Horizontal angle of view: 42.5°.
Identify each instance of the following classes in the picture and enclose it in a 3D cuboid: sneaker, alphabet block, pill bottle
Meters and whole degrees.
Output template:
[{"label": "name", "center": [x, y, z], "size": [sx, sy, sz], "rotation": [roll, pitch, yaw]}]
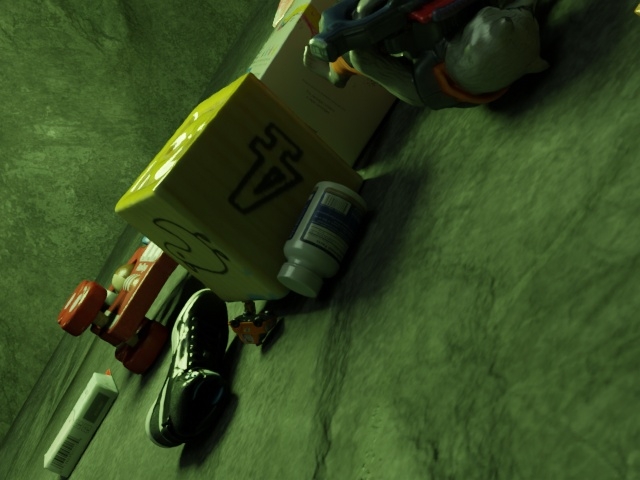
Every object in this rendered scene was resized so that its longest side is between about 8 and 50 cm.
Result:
[{"label": "sneaker", "center": [-0.144, 0.156, 1.042], "size": [0.121, 0.079, 0.217], "rotation": [-25, 45, 55]}, {"label": "alphabet block", "center": [-0.103, -0.057, 1.018], "size": [0.193, 0.197, 0.192], "rotation": [-56, 20, -22]}, {"label": "pill bottle", "center": [0.000, 0.000, 0.915], "size": [0.120, 0.067, 0.067], "rotation": [-63, 18, -18]}]

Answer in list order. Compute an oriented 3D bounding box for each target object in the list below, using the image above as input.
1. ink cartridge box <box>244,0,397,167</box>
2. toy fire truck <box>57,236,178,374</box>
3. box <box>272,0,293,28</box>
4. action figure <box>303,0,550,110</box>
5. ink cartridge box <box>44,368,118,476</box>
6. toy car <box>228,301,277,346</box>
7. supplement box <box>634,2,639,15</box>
[{"label": "ink cartridge box", "center": [0.016, -0.242, 1.114], "size": [0.233, 0.168, 0.171], "rotation": [-57, 16, 1]}, {"label": "toy fire truck", "center": [-0.349, 0.094, 1.546], "size": [0.254, 0.169, 0.302], "rotation": [-58, 17, -12]}, {"label": "box", "center": [0.069, -0.429, 1.295], "size": [0.300, 0.154, 0.142], "rotation": [-36, 35, 52]}, {"label": "action figure", "center": [0.150, -0.229, 0.855], "size": [0.341, 0.178, 0.330], "rotation": [-28, 25, -3]}, {"label": "ink cartridge box", "center": [-0.489, 0.354, 1.667], "size": [0.189, 0.066, 0.232], "rotation": [-60, 22, -6]}, {"label": "toy car", "center": [-0.076, 0.101, 1.034], "size": [0.122, 0.060, 0.041], "rotation": [-61, -38, -77]}, {"label": "supplement box", "center": [0.262, -0.169, 0.540], "size": [0.062, 0.036, 0.098], "rotation": [-57, 18, 4]}]
